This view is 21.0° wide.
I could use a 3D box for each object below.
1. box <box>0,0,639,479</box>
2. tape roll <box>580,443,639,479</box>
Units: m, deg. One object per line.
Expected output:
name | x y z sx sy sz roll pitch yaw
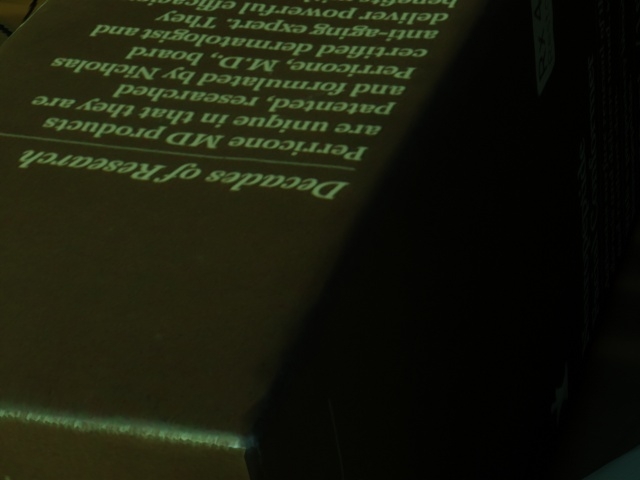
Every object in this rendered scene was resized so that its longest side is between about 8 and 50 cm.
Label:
box | 0.000 0.000 0.526 0.143 0.191 0.381 7 38 21
tape roll | 0.162 0.088 0.447 0.219 0.072 0.219 -17 6 2
